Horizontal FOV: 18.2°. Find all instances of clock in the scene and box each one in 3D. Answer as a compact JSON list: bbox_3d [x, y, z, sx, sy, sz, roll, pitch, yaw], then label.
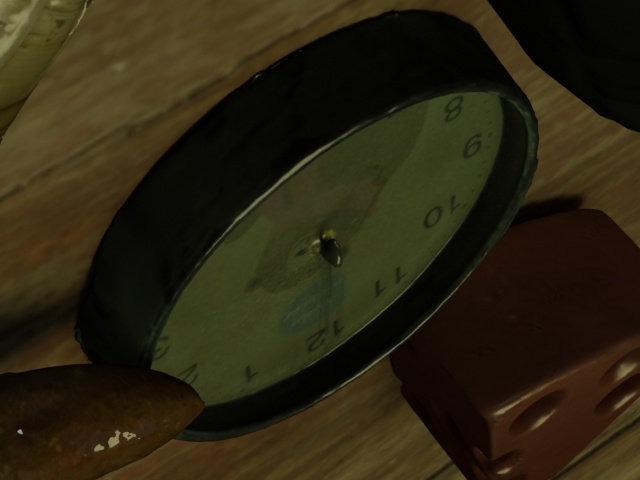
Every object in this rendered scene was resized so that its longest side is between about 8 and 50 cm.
[{"bbox_3d":[0.000,0.000,1.080,0.281,0.055,0.280,-32,153,-19],"label":"clock"}]

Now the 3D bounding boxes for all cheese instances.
[{"bbox_3d":[0.112,0.072,1.286,0.203,0.128,0.177,-45,153,19],"label":"cheese"}]

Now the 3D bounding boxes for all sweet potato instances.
[{"bbox_3d":[-0.210,0.118,0.921,0.341,0.092,0.114,-10,169,-41],"label":"sweet potato"}]

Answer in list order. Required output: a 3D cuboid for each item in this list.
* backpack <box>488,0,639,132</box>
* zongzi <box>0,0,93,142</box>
[{"bbox_3d":[0.199,-0.265,0.695,0.446,0.255,0.363,-39,159,2],"label":"backpack"},{"bbox_3d":[-0.184,-0.067,0.674,0.197,0.099,0.194,10,125,-50],"label":"zongzi"}]
